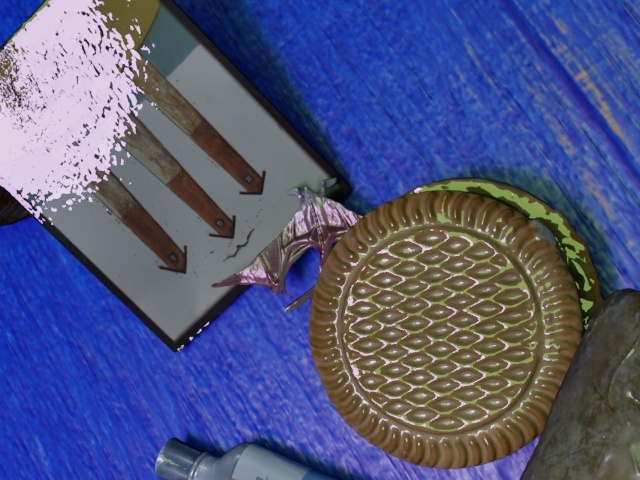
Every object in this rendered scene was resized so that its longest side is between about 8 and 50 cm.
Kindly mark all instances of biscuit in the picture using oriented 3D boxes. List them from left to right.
[{"bbox_3d":[0.118,0.070,1.023,0.259,0.079,0.259,0,91,15],"label":"biscuit"}]

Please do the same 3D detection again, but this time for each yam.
[{"bbox_3d":[0.250,0.192,0.897,0.195,0.195,0.300,25,85,21],"label":"yam"}]

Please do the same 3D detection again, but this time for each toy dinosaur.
[{"bbox_3d":[0.000,0.000,1.093,0.220,0.032,0.108,-18,92,5],"label":"toy dinosaur"}]

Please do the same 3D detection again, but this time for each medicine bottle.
[{"bbox_3d":[-0.058,0.240,1.099,0.208,0.053,0.090,18,92,22],"label":"medicine bottle"}]

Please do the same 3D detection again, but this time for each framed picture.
[{"bbox_3d":[-0.167,-0.082,1.110,0.244,0.013,0.324,-43,99,11],"label":"framed picture"}]

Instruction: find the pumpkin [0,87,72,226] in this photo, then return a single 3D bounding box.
[{"bbox_3d":[-0.319,-0.078,1.189,0.247,0.131,0.126,-7,75,25],"label":"pumpkin"}]
